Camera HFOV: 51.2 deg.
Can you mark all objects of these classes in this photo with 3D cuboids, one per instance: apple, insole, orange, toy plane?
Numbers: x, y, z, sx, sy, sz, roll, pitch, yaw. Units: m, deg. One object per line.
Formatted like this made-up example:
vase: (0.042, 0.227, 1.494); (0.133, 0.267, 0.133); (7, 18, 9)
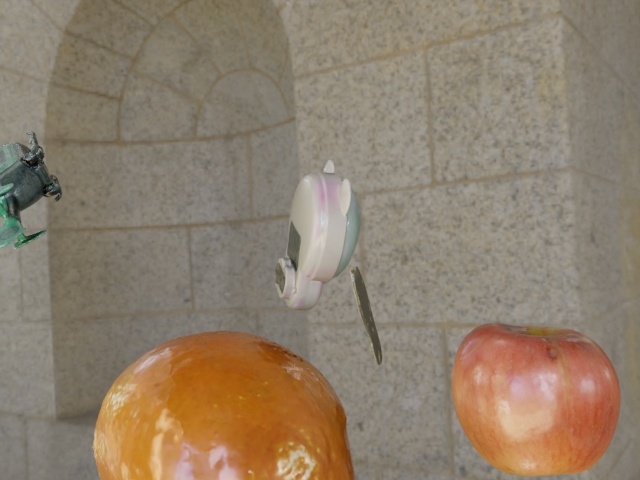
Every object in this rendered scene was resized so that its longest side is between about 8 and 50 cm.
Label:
apple: (0.475, 0.357, 1.500); (0.363, 0.364, 0.364); (-3, -2, 0)
insole: (0.103, 0.169, 1.492); (0.011, 0.248, 0.081); (-10, 20, 17)
orange: (-0.123, 0.324, 0.934); (0.326, 0.424, 0.424); (-20, 6, -27)
toy plane: (-0.315, -0.050, 0.671); (0.096, 0.060, 0.235); (-25, 34, -15)

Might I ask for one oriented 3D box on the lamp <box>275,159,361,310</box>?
lamp: (0.002, 0.001, 1.085); (0.107, 0.246, 0.179); (12, 20, -15)
